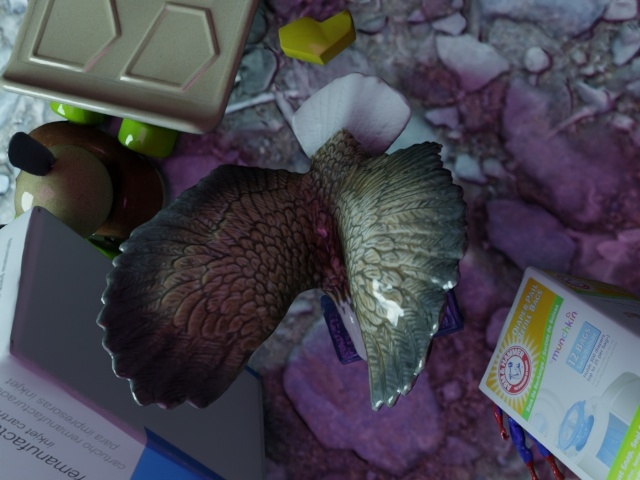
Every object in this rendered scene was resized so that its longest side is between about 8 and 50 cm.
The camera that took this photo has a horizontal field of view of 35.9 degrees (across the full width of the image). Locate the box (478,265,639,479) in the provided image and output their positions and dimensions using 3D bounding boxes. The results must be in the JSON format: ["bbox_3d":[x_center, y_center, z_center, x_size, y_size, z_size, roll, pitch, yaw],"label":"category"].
[{"bbox_3d":[0.226,0.112,0.719,0.203,0.103,0.114,42,116,56],"label":"box"}]

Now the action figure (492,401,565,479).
[{"bbox_3d":[0.171,0.156,0.840,0.038,0.030,0.115,-25,87,25],"label":"action figure"}]

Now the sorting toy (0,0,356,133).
[{"bbox_3d":[-0.107,-0.200,0.848,0.307,0.041,0.229,14,78,16],"label":"sorting toy"}]

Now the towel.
[{"bbox_3d":[0.061,0.062,0.863,0.120,0.029,0.067,-19,90,20],"label":"towel"}]

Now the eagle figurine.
[{"bbox_3d":[0.007,0.009,0.731,0.225,0.298,0.226,40,108,11],"label":"eagle figurine"}]

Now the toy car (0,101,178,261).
[{"bbox_3d":[-0.235,-0.048,0.863,0.149,0.188,0.155,25,104,14],"label":"toy car"}]

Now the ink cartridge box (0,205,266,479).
[{"bbox_3d":[-0.286,0.195,0.856,0.395,0.166,0.285,-32,128,20],"label":"ink cartridge box"}]
